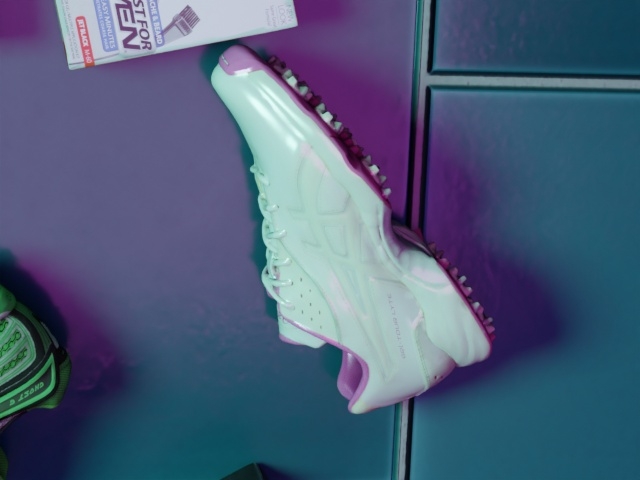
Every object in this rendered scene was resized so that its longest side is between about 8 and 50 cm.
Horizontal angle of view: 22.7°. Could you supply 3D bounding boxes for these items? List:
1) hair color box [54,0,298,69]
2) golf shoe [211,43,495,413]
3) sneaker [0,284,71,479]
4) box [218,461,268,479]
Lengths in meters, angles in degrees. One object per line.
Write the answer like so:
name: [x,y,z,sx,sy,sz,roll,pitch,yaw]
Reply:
hair color box: [-0.108,-0.184,1.143,0.167,0.053,0.093,-13,104,-8]
golf shoe: [0.000,0.000,1.175,0.140,0.115,0.306,-36,105,3]
sneaker: [-0.313,0.184,1.150,0.146,0.134,0.343,38,97,-22]
box: [-0.126,0.309,1.192,0.270,0.165,0.143,-28,106,-3]
